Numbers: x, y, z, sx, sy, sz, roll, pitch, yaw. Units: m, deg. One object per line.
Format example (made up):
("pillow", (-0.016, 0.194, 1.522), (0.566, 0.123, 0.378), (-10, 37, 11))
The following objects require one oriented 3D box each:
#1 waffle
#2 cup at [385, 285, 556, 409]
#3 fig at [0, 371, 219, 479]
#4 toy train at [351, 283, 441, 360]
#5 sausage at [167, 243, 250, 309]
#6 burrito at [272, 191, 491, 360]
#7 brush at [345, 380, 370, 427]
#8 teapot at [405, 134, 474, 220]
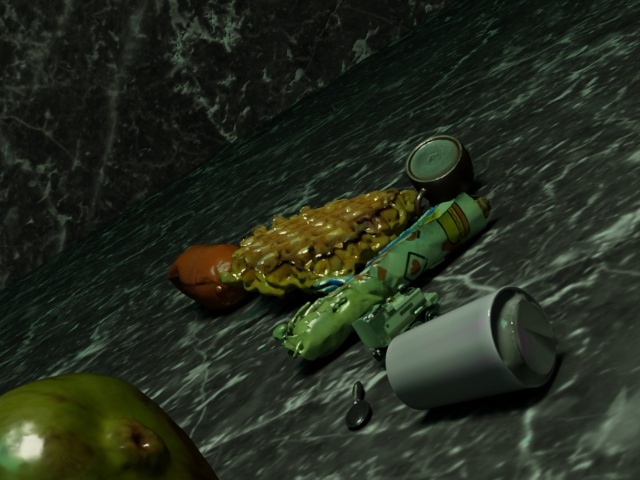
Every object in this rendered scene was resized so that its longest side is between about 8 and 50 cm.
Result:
("waffle", (0.000, 0.000, 1.408), (0.237, 0.059, 0.243), (-13, 18, 30))
("cup", (0.120, 0.082, 0.861), (0.104, 0.074, 0.116), (-9, -12, -46))
("fig", (-0.171, 0.204, 0.774), (0.225, 0.203, 0.203), (-47, 4, 28))
("toy train", (0.071, 0.070, 1.025), (0.083, 0.053, 0.033), (-40, 15, -29))
("sausage", (-0.144, 0.047, 1.537), (0.089, 0.089, 0.179), (-36, 19, -24))
("burrito", (0.058, 0.035, 1.188), (0.288, 0.054, 0.104), (-38, 14, -29))
("brush", (0.031, 0.136, 0.965), (0.024, 0.008, 0.083), (-32, 12, 11))
("teapot", (0.146, -0.072, 1.385), (0.076, 0.068, 0.121), (10, 60, 40))
